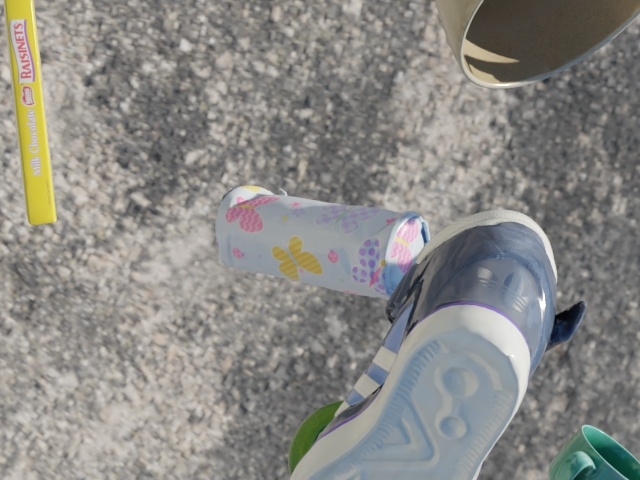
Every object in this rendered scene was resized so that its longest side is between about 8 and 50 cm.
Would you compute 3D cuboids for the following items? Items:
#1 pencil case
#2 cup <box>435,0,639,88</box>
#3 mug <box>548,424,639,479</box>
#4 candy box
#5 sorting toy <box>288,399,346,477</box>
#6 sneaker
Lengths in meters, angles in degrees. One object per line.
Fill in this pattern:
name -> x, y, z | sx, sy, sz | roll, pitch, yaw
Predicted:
pencil case -> 0.000, 0.000, 1.388 | 0.124, 0.273, 0.113 | -39, 132, -47
cup -> 0.270, -0.397, 1.441 | 0.331, 0.237, 0.331 | -24, 155, -12
mug -> 0.361, 0.321, 1.472 | 0.158, 0.129, 0.097 | 32, 106, -16
candy box -> -0.245, -0.118, 0.917 | 0.027, 0.105, 0.206 | -6, 97, -12
sorting toy -> 0.041, 0.185, 1.102 | 0.365, 0.127, 0.126 | -32, 148, -11
sneaker -> 0.090, 0.119, 0.903 | 0.323, 0.130, 0.236 | -62, 178, 35
